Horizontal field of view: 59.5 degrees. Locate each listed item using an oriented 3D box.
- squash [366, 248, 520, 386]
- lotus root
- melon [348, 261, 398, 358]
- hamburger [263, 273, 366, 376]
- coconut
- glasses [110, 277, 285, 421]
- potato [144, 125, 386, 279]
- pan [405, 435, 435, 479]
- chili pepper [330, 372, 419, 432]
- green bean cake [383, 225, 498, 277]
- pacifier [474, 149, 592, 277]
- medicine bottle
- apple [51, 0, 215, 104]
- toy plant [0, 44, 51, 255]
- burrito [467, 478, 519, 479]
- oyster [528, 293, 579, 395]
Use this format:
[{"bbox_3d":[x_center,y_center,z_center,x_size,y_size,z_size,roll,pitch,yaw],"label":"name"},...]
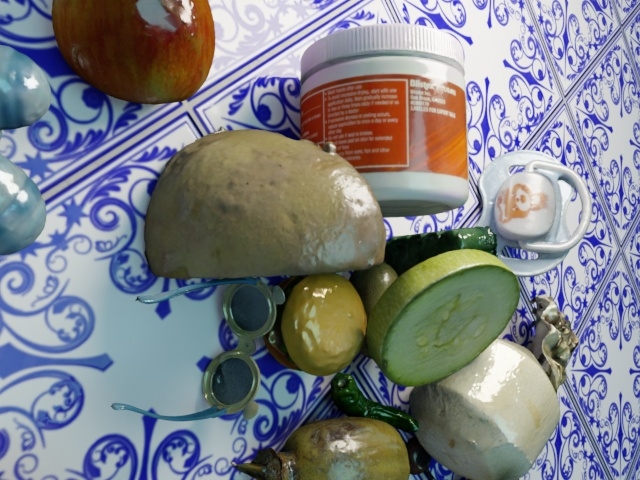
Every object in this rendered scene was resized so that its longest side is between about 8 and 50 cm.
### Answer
[{"bbox_3d":[0.191,0.124,0.855,0.252,0.049,0.252,-14,129,-18],"label":"squash"},{"bbox_3d":[0.013,0.337,0.822,0.278,0.154,0.154,10,80,-31],"label":"lotus root"},{"bbox_3d":[0.090,0.115,0.926,0.099,0.099,0.162,-3,91,-40],"label":"melon"},{"bbox_3d":[-0.010,0.121,0.831,0.162,0.115,0.162,6,80,-41],"label":"hamburger"},{"bbox_3d":[0.299,0.283,1.001,0.266,0.237,0.237,-44,114,-35],"label":"coconut"},{"bbox_3d":[-0.161,0.128,0.696,0.220,0.088,0.190,16,87,-50],"label":"glasses"},{"bbox_3d":[-0.077,-0.055,0.704,0.189,0.264,0.211,-3,94,-49],"label":"potato"},{"bbox_3d":[0.194,0.415,1.038,0.068,0.023,0.115,-49,116,-32],"label":"pan"},{"bbox_3d":[0.079,0.275,0.922,0.182,0.073,0.050,32,44,-27],"label":"chili pepper"},{"bbox_3d":[0.201,0.076,0.955,0.107,0.208,0.194,1,83,-37],"label":"green bean cake"},{"bbox_3d":[0.449,-0.049,1.215,0.207,0.227,0.279,54,45,-73],"label":"pacifier"},{"bbox_3d":[0.094,-0.162,0.851,0.252,0.252,0.241,1,86,-40],"label":"medicine bottle"},{"bbox_3d":[-0.217,-0.256,0.679,0.195,0.160,0.173,-7,113,-34],"label":"apple"},{"bbox_3d":[-0.382,-0.108,0.481,0.332,0.247,0.247,45,60,-33],"label":"toy plant"},{"bbox_3d":[0.301,0.555,1.068,0.348,0.107,0.175,-60,138,-23],"label":"burrito"},{"bbox_3d":[0.480,0.246,1.190,0.351,0.114,0.238,52,54,-53],"label":"oyster"}]
